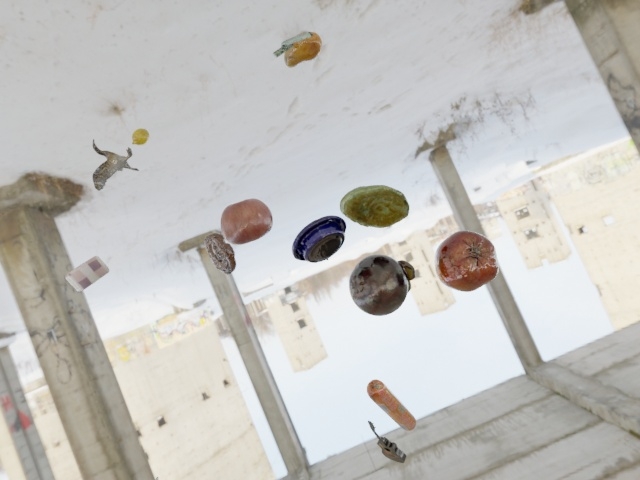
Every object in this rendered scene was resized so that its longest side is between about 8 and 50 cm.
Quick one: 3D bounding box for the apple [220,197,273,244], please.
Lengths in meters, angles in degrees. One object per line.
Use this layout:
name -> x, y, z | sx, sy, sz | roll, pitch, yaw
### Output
apple -> -0.215, -0.057, 1.201 | 0.153, 0.120, 0.153 | -21, -171, 3

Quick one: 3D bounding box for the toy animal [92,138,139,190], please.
toy animal -> -0.905, -0.363, 1.824 | 0.160, 0.197, 0.273 | -17, -156, -4

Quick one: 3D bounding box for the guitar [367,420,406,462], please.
guitar -> 0.216, 0.683, 1.416 | 0.088, 0.234, 0.025 | -5, -144, 43

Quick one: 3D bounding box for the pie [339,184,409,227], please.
pie -> 0.255, -0.157, 1.887 | 0.322, 0.071, 0.323 | 3, 148, 2

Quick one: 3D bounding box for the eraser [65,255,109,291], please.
eraser -> -0.674, 0.096, 1.205 | 0.026, 0.065, 0.105 | -24, -162, 35

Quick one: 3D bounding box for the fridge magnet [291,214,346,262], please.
fridge magnet -> 0.000, 0.000, 1.765 | 0.265, 0.113, 0.266 | -27, 150, -17

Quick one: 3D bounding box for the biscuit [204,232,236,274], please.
biscuit -> -0.427, 0.057, 1.761 | 0.049, 0.192, 0.192 | -30, -178, -41

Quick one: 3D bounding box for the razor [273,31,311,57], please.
razor -> -0.091, -0.682, 1.419 | 0.084, 0.036, 0.211 | -43, -155, -16

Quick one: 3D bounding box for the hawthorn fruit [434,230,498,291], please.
hawthorn fruit -> 0.631, 0.091, 1.834 | 0.275, 0.276, 0.299 | -23, 180, -4

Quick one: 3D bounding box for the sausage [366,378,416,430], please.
sausage -> 0.201, 0.458, 1.139 | 0.053, 0.053, 0.348 | -24, 134, 13

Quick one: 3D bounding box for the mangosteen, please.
mangosteen -> 0.280, 0.204, 1.938 | 0.310, 0.312, 0.311 | -23, 176, -2

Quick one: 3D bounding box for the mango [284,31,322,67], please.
mango -> -0.071, -0.732, 1.590 | 0.164, 0.089, 0.115 | -13, 148, 19

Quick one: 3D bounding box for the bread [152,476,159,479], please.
bread -> -0.478, 0.859, 1.251 | 0.136, 0.241, 0.107 | -37, 174, -11

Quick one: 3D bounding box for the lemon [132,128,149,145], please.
lemon -> -0.744, -0.425, 1.713 | 0.065, 0.065, 0.092 | -28, -150, 50
